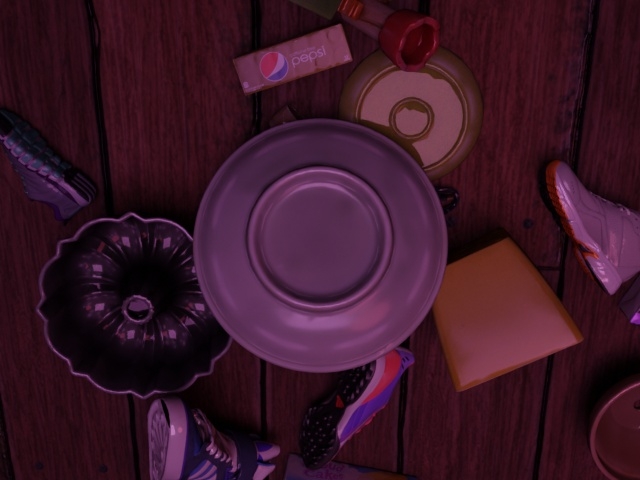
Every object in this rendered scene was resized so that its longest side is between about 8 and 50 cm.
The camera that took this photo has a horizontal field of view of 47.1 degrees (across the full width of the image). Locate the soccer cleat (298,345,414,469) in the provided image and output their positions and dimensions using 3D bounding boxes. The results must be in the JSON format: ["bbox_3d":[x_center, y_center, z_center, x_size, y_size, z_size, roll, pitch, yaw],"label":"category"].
[{"bbox_3d":[0.062,0.312,1.362,0.116,0.109,0.318,8,123,-33],"label":"soccer cleat"}]

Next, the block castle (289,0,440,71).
[{"bbox_3d":[0.048,-0.412,0.910,0.213,0.453,0.303,43,112,35],"label":"block castle"}]

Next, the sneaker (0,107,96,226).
[{"bbox_3d":[-0.495,-0.120,1.245,0.098,0.083,0.223,-40,104,21],"label":"sneaker"}]

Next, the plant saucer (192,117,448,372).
[{"bbox_3d":[0.000,0.000,1.112,0.400,0.100,0.401,0,84,0],"label":"plant saucer"}]

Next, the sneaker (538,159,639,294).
[{"bbox_3d":[0.460,-0.040,1.216,0.121,0.099,0.262,-34,112,7],"label":"sneaker"}]

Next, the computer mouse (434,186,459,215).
[{"bbox_3d":[0.116,-0.068,1.237,0.242,0.041,0.071,2,89,-11],"label":"computer mouse"}]

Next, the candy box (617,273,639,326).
[{"bbox_3d":[0.648,0.101,1.259,0.196,0.070,0.165,26,109,-5],"label":"candy box"}]

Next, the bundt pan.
[{"bbox_3d":[-0.300,0.094,1.254,0.330,0.124,0.331,-1,109,-2],"label":"bundt pan"}]

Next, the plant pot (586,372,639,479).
[{"bbox_3d":[0.592,0.322,1.323,0.237,0.110,0.237,1,111,4],"label":"plant pot"}]

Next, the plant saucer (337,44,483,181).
[{"bbox_3d":[0.147,-0.201,1.198,0.240,0.037,0.241,1,110,3],"label":"plant saucer"}]

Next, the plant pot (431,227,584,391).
[{"bbox_3d":[0.282,0.097,1.218,0.212,0.212,0.187,-25,93,12],"label":"plant pot"}]

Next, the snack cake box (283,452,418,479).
[{"bbox_3d":[0.050,0.528,1.444,0.264,0.089,0.152,11,112,0],"label":"snack cake box"}]

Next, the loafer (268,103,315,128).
[{"bbox_3d":[-0.014,-0.173,1.207,0.148,0.056,0.050,27,116,-7],"label":"loafer"}]

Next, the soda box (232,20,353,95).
[{"bbox_3d":[-0.042,-0.290,1.165,0.181,0.058,0.061,-16,109,9],"label":"soda box"}]

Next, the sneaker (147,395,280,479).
[{"bbox_3d":[-0.185,0.371,1.341,0.236,0.130,0.323,-9,136,-24],"label":"sneaker"}]
